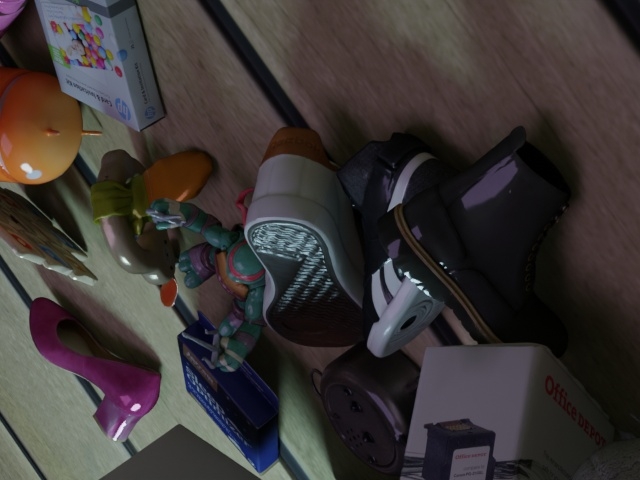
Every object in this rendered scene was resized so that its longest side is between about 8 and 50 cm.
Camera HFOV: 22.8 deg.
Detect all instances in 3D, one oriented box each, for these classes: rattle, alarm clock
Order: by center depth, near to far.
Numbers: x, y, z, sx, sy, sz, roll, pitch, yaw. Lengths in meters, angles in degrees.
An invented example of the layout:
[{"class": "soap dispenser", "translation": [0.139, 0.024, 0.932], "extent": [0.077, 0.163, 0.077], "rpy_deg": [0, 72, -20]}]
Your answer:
[{"class": "alarm clock", "translation": [0.045, 0.160, 1.527], "extent": [0.192, 0.064, 0.129], "rpy_deg": [16, 132, 54]}, {"class": "rattle", "translation": [-0.145, -0.015, 1.668], "extent": [0.130, 0.142, 0.200], "rpy_deg": [-108, -9, -50]}]

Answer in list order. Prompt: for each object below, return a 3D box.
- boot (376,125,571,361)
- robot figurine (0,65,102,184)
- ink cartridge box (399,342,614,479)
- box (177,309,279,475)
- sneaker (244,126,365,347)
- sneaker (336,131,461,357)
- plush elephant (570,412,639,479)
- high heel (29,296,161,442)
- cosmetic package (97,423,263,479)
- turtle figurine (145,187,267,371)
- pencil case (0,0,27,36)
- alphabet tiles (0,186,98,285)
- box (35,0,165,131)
[{"class": "boot", "translation": [0.157, 0.013, 1.195], "extent": [0.137, 0.077, 0.198], "rpy_deg": [-37, 126, 25]}, {"class": "robot figurine", "translation": [-0.354, -0.127, 1.731], "extent": [0.219, 0.128, 0.158], "rpy_deg": [8, 142, 23]}, {"class": "ink cartridge box", "translation": [0.135, 0.216, 1.197], "extent": [0.100, 0.237, 0.172], "rpy_deg": [-2, 153, 31]}, {"class": "box", "translation": [-0.099, 0.168, 1.731], "extent": [0.136, 0.036, 0.225], "rpy_deg": [47, 162, 17]}, {"class": "sneaker", "translation": [0.000, 0.000, 1.422], "extent": [0.106, 0.123, 0.290], "rpy_deg": [3, 152, 7]}, {"class": "sneaker", "translation": [0.058, -0.007, 1.325], "extent": [0.121, 0.079, 0.217], "rpy_deg": [47, 142, 22]}, {"class": "plush elephant", "translation": [0.255, 0.221, 1.031], "extent": [0.255, 0.272, 0.330], "rpy_deg": [22, -152, -52]}, {"class": "high heel", "translation": [-0.286, 0.133, 2.016], "extent": [0.117, 0.082, 0.244], "rpy_deg": [-56, 52, 27]}, {"class": "cosmetic package", "translation": [-0.067, 0.357, 1.555], "extent": [0.365, 0.155, 0.197], "rpy_deg": [24, 138, 44]}, {"class": "turtle figurine", "translation": [-0.089, 0.036, 1.529], "extent": [0.234, 0.118, 0.175], "rpy_deg": [114, 138, -81]}, {"class": "pencil case", "translation": [-0.366, -0.263, 1.687], "extent": [0.098, 0.095, 0.209], "rpy_deg": [23, 157, -18]}, {"class": "alphabet tiles", "translation": [-0.386, -0.042, 1.848], "extent": [0.278, 0.021, 0.284], "rpy_deg": [40, -177, 27]}, {"class": "box", "translation": [-0.229, -0.215, 1.582], "extent": [0.145, 0.038, 0.186], "rpy_deg": [28, 142, 41]}]
